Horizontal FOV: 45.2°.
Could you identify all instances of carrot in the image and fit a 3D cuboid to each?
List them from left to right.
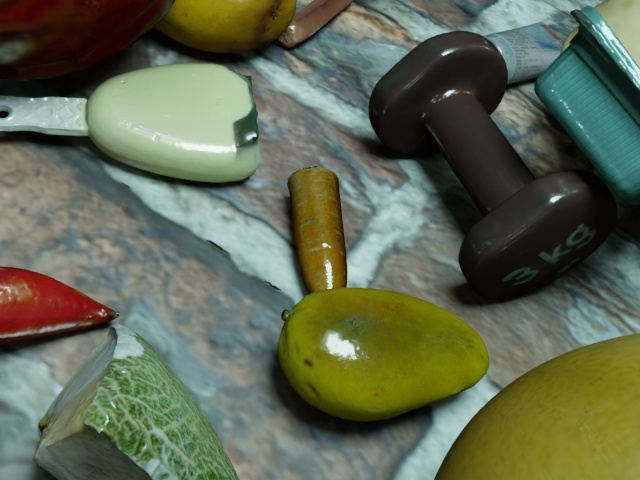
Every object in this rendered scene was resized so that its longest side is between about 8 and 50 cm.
[{"bbox_3d":[0.000,0.000,0.642,0.048,0.048,0.139,3,51,-14],"label":"carrot"}]

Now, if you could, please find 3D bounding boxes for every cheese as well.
[{"bbox_3d":[-0.180,-0.108,0.678,0.252,0.054,0.127,0,51,-15],"label":"cheese"}]

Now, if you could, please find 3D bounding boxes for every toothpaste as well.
[{"bbox_3d":[0.232,-0.218,0.896,0.234,0.057,0.089,-23,62,-38],"label":"toothpaste"}]

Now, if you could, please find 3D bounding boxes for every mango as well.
[{"bbox_3d":[-0.130,-0.270,0.790,0.219,0.112,0.144,19,57,4],"label":"mango"},{"bbox_3d":[0.047,0.083,0.568,0.161,0.076,0.103,4,45,-18],"label":"mango"}]

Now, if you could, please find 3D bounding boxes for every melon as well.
[{"bbox_3d":[-0.114,0.129,0.463,0.093,0.139,0.202,-35,67,-12],"label":"melon"}]

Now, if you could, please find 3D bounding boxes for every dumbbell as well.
[{"bbox_3d":[0.146,-0.069,0.683,0.124,0.140,0.225,26,30,-51],"label":"dumbbell"}]

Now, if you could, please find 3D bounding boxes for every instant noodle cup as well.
[{"bbox_3d":[0.237,-0.092,0.613,0.157,0.070,0.179,57,20,14],"label":"instant noodle cup"}]

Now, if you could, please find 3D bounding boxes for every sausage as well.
[{"bbox_3d":[-0.002,-0.258,0.872,0.030,0.035,0.147,52,50,-14],"label":"sausage"}]

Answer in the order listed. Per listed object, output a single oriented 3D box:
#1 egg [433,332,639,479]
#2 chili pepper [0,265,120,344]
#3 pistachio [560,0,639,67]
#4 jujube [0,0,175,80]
[{"bbox_3d":[0.204,0.172,0.419,0.323,0.250,0.250,-11,55,-30],"label":"egg"},{"bbox_3d":[-0.302,0.094,0.450,0.137,0.092,0.368,48,56,5],"label":"chili pepper"},{"bbox_3d":[0.370,-0.111,0.748,0.214,0.193,0.318,-23,63,-28],"label":"pistachio"},{"bbox_3d":[-0.300,-0.274,0.635,0.377,0.276,0.276,10,48,8],"label":"jujube"}]
